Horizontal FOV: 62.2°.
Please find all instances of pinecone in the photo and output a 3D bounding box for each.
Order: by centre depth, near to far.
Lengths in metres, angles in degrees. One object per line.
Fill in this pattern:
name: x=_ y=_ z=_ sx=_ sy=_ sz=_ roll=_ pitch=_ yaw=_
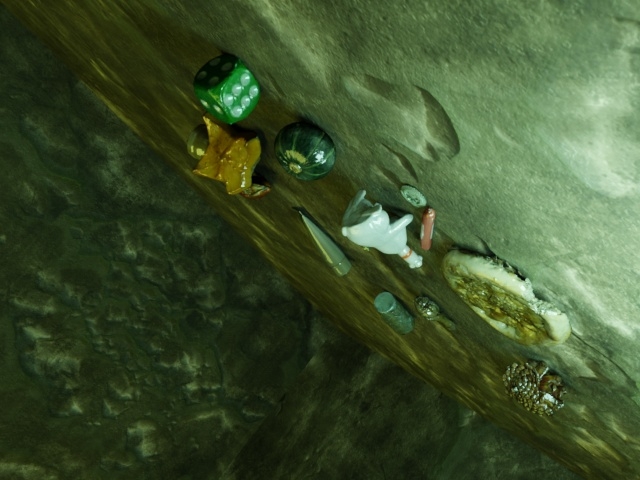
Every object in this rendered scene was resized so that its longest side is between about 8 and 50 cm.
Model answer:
pinecone: x=0.682 y=0.465 z=1.672 sx=0.195 sy=0.150 sz=0.179 roll=43 pitch=166 yaw=-18

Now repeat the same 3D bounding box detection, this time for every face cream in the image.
face cream: x=0.000 y=0.000 z=2.179 sx=0.341 sy=0.084 sz=0.137 roll=51 pitch=174 yaw=-18

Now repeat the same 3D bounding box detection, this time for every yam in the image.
yam: x=0.316 y=0.312 z=2.284 sx=0.194 sy=0.107 sz=0.107 roll=48 pitch=165 yaw=-30

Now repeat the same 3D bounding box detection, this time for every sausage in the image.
sausage: x=0.278 y=-0.027 z=1.385 sx=0.034 sy=0.034 sz=0.253 roll=35 pitch=167 yaw=19

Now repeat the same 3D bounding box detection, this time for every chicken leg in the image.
chicken leg: x=0.423 y=0.276 z=1.949 sx=0.198 sy=0.069 sz=0.085 roll=36 pitch=170 yaw=-19

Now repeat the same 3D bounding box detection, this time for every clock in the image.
clock: x=0.228 y=-0.108 z=1.297 sx=0.074 sy=0.010 sz=0.083 roll=37 pitch=166 yaw=10

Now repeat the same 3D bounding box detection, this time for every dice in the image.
dice: x=-0.241 y=-0.391 z=1.375 sx=0.120 sy=0.128 sz=0.131 roll=28 pitch=161 yaw=36

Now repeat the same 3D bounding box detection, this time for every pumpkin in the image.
pumpkin: x=-0.039 y=-0.230 z=1.368 sx=0.167 sy=0.125 sz=0.167 roll=35 pitch=168 yaw=9
pumpkin: x=-0.314 y=-0.286 z=1.804 sx=0.290 sy=0.095 sz=0.258 roll=32 pitch=123 yaw=31

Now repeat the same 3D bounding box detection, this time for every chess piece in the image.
chess piece: x=-0.352 y=-0.310 z=1.947 sx=0.301 sy=0.137 sz=0.137 roll=34 pitch=166 yaw=28

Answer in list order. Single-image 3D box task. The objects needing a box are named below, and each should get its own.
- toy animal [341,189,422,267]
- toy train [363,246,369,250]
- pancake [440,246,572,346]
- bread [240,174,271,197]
toy animal: x=0.183 y=-0.030 z=1.465 sx=0.282 sy=0.138 sz=0.140 roll=21 pitch=-171 yaw=-38
toy train: x=0.138 y=-0.031 z=1.709 sx=0.081 sy=0.060 sz=0.202 roll=42 pitch=169 yaw=22
pancake: x=0.469 y=0.152 z=1.382 sx=0.382 sy=0.071 sz=0.382 roll=37 pitch=168 yaw=9
bread: x=-0.259 y=-0.198 z=2.025 sx=0.139 sy=0.095 sz=0.269 roll=2 pitch=-165 yaw=-6
